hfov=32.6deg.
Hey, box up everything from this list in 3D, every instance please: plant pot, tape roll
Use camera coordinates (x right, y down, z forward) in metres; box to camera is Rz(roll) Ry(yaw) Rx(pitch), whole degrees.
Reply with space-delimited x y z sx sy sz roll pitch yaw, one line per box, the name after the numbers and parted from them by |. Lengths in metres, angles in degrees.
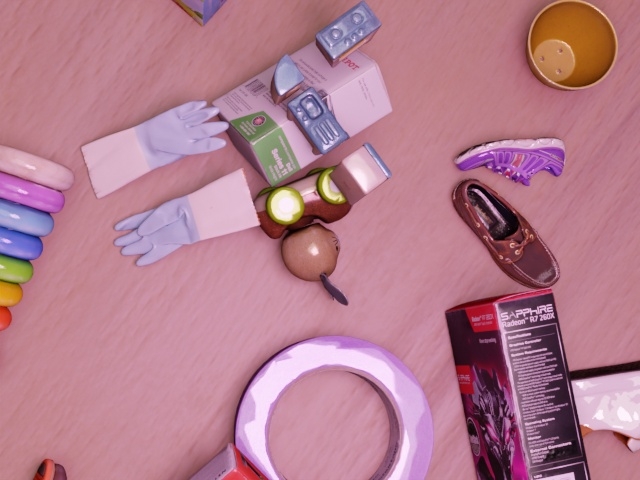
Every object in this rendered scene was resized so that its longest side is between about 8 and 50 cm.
0.361 -0.280 1.630 0.134 0.095 0.134 1 84 -6 | plant pot
0.016 0.272 1.539 0.274 0.090 0.275 1 83 -6 | tape roll

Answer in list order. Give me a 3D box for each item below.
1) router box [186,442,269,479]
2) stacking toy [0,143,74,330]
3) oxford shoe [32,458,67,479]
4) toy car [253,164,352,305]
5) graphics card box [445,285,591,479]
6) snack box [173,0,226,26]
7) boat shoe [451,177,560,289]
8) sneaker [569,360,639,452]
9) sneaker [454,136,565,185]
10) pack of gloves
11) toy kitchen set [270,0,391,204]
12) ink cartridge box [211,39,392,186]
-0.138 0.483 1.435 0.335 0.082 0.301 -42 106 2 | router box
-0.452 0.038 1.498 0.141 0.141 0.330 18 87 -4 | stacking toy
-0.354 0.432 1.492 0.098 0.097 0.271 3 90 -23 | oxford shoe
0.000 0.000 1.541 0.149 0.155 0.188 -22 96 -8 | toy car
0.273 0.259 1.496 0.094 0.233 0.371 -11 86 -11 | graphics card box
-0.222 -0.415 1.542 0.207 0.174 0.070 40 80 -1 | snack box
0.273 -0.007 1.605 0.207 0.073 0.073 43 80 -2 | boat shoe
0.486 0.238 1.594 0.290 0.106 0.123 -8 91 2 | sneaker
0.284 -0.114 1.621 0.170 0.068 0.071 -3 90 -7 | sneaker
-0.207 -0.080 1.552 0.232 0.046 0.195 -19 88 21 | pack of gloves
0.052 -0.181 1.409 0.166 0.122 0.207 -37 91 -9 | toy kitchen set
-0.025 -0.189 1.545 0.208 0.153 0.087 -32 128 -8 | ink cartridge box
